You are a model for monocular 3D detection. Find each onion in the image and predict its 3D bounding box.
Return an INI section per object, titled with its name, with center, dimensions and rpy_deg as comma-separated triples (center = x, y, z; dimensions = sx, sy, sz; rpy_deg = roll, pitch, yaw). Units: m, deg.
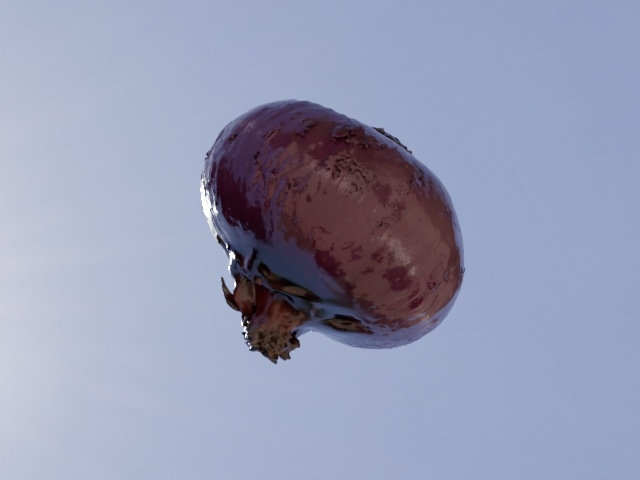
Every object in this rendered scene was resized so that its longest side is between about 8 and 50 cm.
[onion]
center = 0.000, 0.000, 0.658
dimensions = 0.115, 0.115, 0.104
rpy_deg = 40, -101, -33
